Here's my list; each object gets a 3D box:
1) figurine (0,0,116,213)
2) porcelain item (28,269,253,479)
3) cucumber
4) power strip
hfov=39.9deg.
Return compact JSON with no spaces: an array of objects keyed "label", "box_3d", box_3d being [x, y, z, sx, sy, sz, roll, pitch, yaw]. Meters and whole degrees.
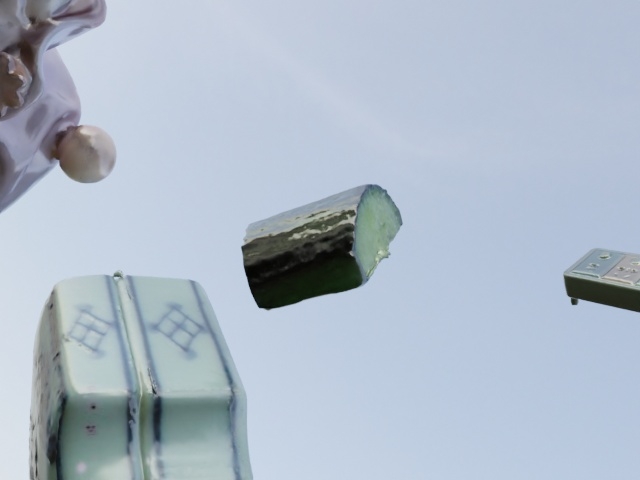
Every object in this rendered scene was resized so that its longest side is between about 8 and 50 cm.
[{"label":"figurine","box_3d":[-0.205,-0.108,0.519,0.200,0.133,0.276,41,-54,-2]},{"label":"porcelain item","box_3d":[-0.170,0.191,0.766,0.281,0.157,0.286,-121,-142,-57]},{"label":"cucumber","box_3d":[0.000,0.000,0.721,0.115,0.116,0.062,-19,-74,19]},{"label":"power strip","box_3d":[0.457,0.051,1.186,0.215,0.145,0.061,14,-51,48]}]
